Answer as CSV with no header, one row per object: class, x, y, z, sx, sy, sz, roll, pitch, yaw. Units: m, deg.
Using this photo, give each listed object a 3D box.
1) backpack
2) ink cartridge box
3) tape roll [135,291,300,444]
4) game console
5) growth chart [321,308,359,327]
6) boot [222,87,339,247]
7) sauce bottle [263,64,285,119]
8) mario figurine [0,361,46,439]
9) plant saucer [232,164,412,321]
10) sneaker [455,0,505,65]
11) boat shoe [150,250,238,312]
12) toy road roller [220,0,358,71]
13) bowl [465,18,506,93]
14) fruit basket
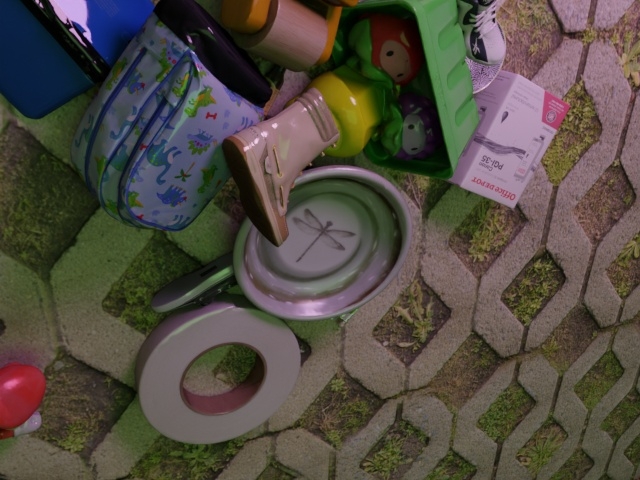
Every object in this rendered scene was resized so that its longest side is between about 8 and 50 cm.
backpack,-0.258,-0.189,0.963,0.356,0.273,0.290,-36,162,9
ink cartridge box,0.437,-0.241,1.355,0.207,0.117,0.282,16,106,-32
tape roll,-0.236,0.309,1.325,0.393,0.072,0.391,-11,119,-21
game console,-0.456,-0.389,0.896,0.293,0.174,0.250,54,54,-35
growth chart,0.022,0.124,1.390,0.237,0.021,0.172,37,94,-33
boot,-0.053,-0.126,1.014,0.203,0.095,0.261,-39,140,-22
sauce bottle,-0.100,-0.304,1.106,0.042,0.042,0.128,21,101,-33
mario figurine,-0.692,0.332,1.105,0.321,0.170,0.198,-27,160,0
plant saucer,0.000,0.000,1.232,0.401,0.100,0.400,-9,125,-13
sneaker,0.312,-0.443,1.079,0.094,0.153,0.234,-36,110,-5
boat shoe,-0.251,0.105,1.217,0.229,0.080,0.076,-32,123,-18
toy road roller,0.003,-0.451,0.912,0.203,0.241,0.329,6,101,-50
bowl,0.315,-0.415,1.231,0.170,0.080,0.170,-12,119,-21
fruit basket,0.106,-0.277,1.105,0.392,0.283,0.391,-15,113,-38
